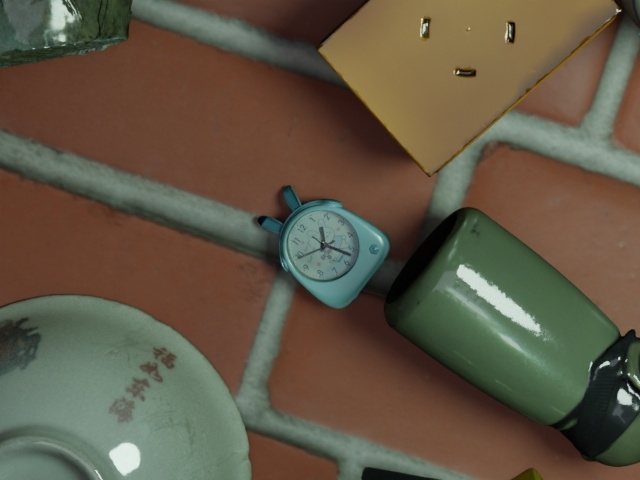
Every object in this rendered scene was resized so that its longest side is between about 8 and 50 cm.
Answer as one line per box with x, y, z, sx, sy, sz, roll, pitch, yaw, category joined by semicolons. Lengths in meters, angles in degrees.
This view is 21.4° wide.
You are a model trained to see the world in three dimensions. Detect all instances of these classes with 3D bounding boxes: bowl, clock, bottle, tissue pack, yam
-0.306;0.289;1.969;0.435;0.196;0.434;1;99;4;bowl
0.000;0.000;1.971;0.147;0.045;0.108;38;99;0;clock
0.250;0.119;1.909;0.347;0.168;0.168;36;100;-6;bottle
0.161;-0.236;1.870;0.274;0.145;0.194;-41;95;9;tissue pack
-0.306;-0.335;1.880;0.201;0.202;0.271;-9;97;-15;yam

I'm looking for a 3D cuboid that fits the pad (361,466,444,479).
0.137;0.342;2.033;0.193;0.004;0.116;10;99;4;pad

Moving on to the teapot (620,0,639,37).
0.440;-0.327;1.791;0.424;0.280;0.252;43;139;-21;teapot

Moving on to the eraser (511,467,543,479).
0.222;0.321;1.958;0.097;0.122;0.045;-34;96;8;eraser
